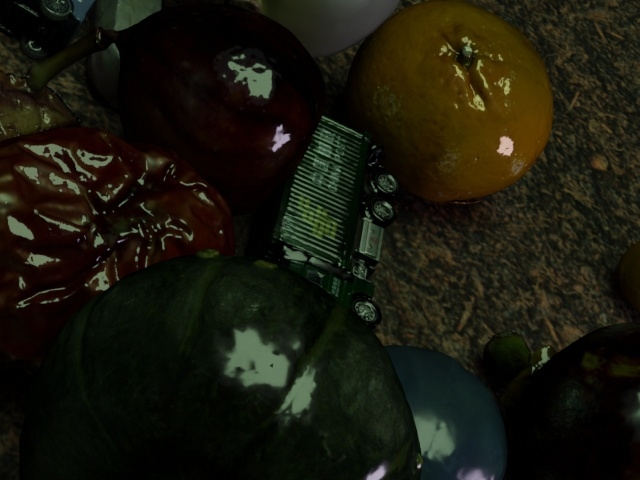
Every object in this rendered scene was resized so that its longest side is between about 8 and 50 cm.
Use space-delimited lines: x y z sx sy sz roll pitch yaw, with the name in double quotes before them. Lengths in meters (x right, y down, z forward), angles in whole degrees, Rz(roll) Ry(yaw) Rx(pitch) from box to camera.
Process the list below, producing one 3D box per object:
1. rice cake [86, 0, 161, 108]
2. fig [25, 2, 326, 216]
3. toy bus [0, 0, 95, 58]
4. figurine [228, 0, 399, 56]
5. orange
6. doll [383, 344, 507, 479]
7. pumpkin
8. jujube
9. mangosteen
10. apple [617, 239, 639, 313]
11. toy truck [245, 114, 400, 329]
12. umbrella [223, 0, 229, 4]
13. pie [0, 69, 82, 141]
"rice cake" -0.203 -0.300 1.573 0.064 0.070 0.399 18 47 -26
"fig" -0.117 -0.145 1.363 0.249 0.204 0.186 42 74 3
"toy bus" -0.303 -0.248 1.465 0.167 0.073 0.076 33 46 -9
"figurine" -0.098 -0.343 1.503 0.394 0.226 0.274 15 63 -6
"orange" 0.137 -0.147 1.588 0.219 0.193 0.219 11 68 -27
"doll" 0.060 0.204 1.290 0.228 0.154 0.258 26 38 -7
"pumpkin" -0.076 0.158 1.086 0.300 0.300 0.207 38 29 0
"jujube" -0.191 0.018 1.236 0.232 0.213 0.213 5 53 -24
"mangosteen" 0.248 0.175 1.400 0.231 0.231 0.289 -16 27 -40
"apple" 0.383 0.034 1.652 0.114 0.102 0.099 -20 66 -43
"toy truck" 0.000 0.000 1.447 0.121 0.088 0.259 25 44 -15
"umbrella" -0.094 -0.166 1.543 0.066 0.059 0.236 56 34 -40
"pie" -0.295 -0.114 1.382 0.092 0.034 0.170 51 39 0
